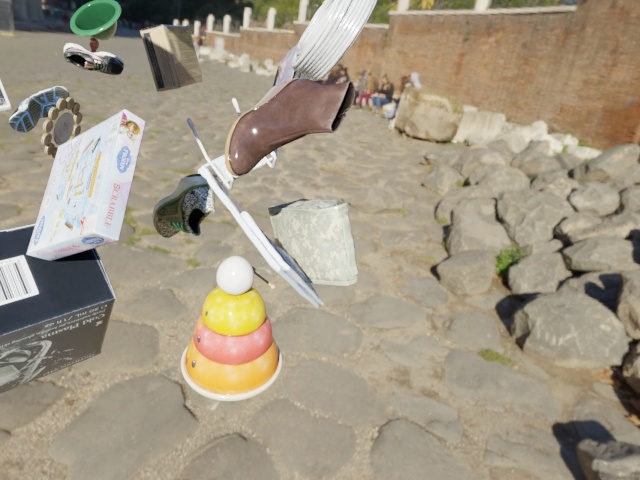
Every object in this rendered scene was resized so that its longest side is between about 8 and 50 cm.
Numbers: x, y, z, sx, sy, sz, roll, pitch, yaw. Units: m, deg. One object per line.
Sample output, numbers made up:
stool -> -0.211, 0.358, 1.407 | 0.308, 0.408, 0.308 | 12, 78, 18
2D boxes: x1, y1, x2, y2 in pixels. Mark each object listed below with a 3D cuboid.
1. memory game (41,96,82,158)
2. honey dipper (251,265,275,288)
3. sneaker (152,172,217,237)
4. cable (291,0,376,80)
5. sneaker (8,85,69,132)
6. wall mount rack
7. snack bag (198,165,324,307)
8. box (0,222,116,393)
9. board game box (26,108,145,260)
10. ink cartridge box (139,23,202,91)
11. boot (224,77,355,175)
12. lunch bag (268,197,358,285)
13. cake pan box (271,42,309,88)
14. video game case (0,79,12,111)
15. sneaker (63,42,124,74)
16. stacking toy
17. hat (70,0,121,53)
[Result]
memory game -> -0.744, -0.323, 1.371 | 0.012, 0.186, 0.186 | 20, 22, -3
honey dipper -> -0.227, 0.139, 1.795 | 0.161, 0.030, 0.030 | 34, 32, 30
sneaker -> -0.514, -0.086, 1.794 | 0.158, 0.410, 0.182 | 4, 61, -39
cable -> 0.028, -0.502, 1.133 | 0.089, 0.257, 0.257 | 32, 15, -20
sneaker -> -0.847, -0.410, 1.428 | 0.211, 0.080, 0.081 | -24, 53, 11
wall mount rack -> -0.342, -0.369, 1.848 | 0.350, 0.130, 0.304 | -32, 76, -24
snack bag -> -0.132, -0.001, 1.141 | 0.342, 0.037, 0.323 | 49, -2, 26
box -> -0.889, 0.216, 1.339 | 0.480, 0.472, 0.297 | -20, 72, -37
board game box -> -0.578, -0.127, 1.171 | 0.318, 0.318, 0.066 | -11, -26, 35
ink cartridge box -> -0.494, -0.616, 1.601 | 0.088, 0.193, 0.234 | -7, 22, 10
boot -> -0.064, -0.225, 0.937 | 0.207, 0.248, 0.090 | 13, -24, 37
lunch bag -> 0.000, 0.000, 1.401 | 0.169, 0.235, 0.287 | -19, 17, -38
cake pan box -> -0.113, -0.581, 1.750 | 0.070, 0.245, 0.267 | 16, -7, -24
video game case -> -1.015, -0.422, 1.363 | 0.191, 0.022, 0.173 | -22, 70, -26
sneaker -> -0.724, -0.562, 1.513 | 0.178, 0.072, 0.077 | 7, 40, -23
stacking toy -> -0.289, 0.253, 1.581 | 0.351, 0.479, 0.350 | 5, 29, -3
hat -> -0.719, -0.687, 1.612 | 0.173, 0.183, 0.208 | -41, 61, -12
